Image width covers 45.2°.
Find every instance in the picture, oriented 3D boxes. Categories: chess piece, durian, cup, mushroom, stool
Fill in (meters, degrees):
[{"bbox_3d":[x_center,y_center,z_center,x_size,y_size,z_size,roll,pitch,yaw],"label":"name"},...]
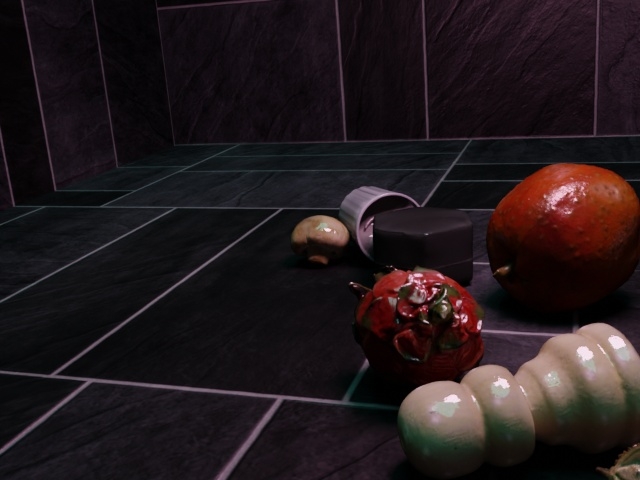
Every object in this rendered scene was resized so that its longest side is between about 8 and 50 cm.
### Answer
[{"bbox_3d":[0.242,0.210,0.970,0.299,0.167,0.167,-11,17,-8],"label":"chess piece"},{"bbox_3d":[0.366,0.277,0.840,0.071,0.110,0.140,26,-7,-22],"label":"durian"},{"bbox_3d":[0.154,-0.025,1.836,0.167,0.221,0.202,-41,19,-3],"label":"cup"},{"bbox_3d":[0.000,0.000,1.795,0.148,0.112,0.148,11,-12,2],"label":"mushroom"},{"bbox_3d":[0.218,0.014,1.641,0.232,0.141,0.232,-5,17,1],"label":"stool"}]

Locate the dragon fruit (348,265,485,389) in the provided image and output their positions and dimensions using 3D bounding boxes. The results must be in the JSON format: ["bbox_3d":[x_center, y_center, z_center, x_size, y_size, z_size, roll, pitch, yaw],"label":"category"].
[{"bbox_3d":[0.146,0.135,1.184,0.192,0.193,0.274,-4,-8,-10],"label":"dragon fruit"}]

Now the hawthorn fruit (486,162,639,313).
[{"bbox_3d":[0.438,0.001,1.430,0.299,0.275,0.275,-26,24,-21],"label":"hawthorn fruit"}]
